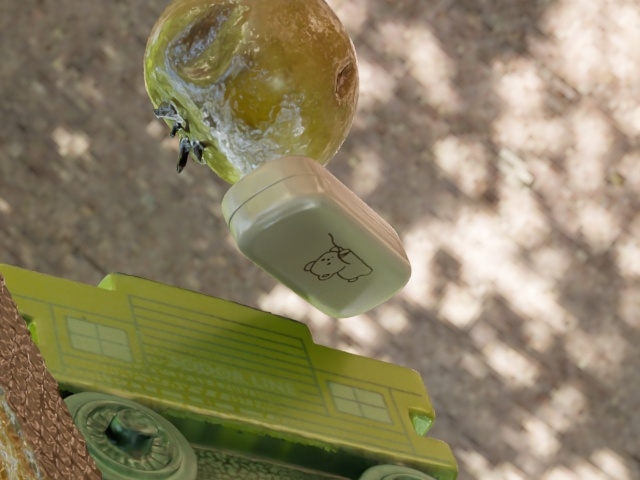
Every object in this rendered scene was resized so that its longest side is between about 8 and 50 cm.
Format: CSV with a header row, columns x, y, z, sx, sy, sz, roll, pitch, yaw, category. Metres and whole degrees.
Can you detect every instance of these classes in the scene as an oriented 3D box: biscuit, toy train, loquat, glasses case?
x,y,z,sx,sy,sz,roll,pitch,yaw,category
-0.221,0.029,1.080,0.378,0.054,0.094,60,-171,22,biscuit
-0.080,0.163,1.336,0.442,0.179,0.272,16,-149,-27,toy train
-0.067,-0.153,1.752,0.213,0.213,0.213,32,155,17,loquat
0.000,0.000,1.387,0.196,0.083,0.050,37,-157,-56,glasses case
